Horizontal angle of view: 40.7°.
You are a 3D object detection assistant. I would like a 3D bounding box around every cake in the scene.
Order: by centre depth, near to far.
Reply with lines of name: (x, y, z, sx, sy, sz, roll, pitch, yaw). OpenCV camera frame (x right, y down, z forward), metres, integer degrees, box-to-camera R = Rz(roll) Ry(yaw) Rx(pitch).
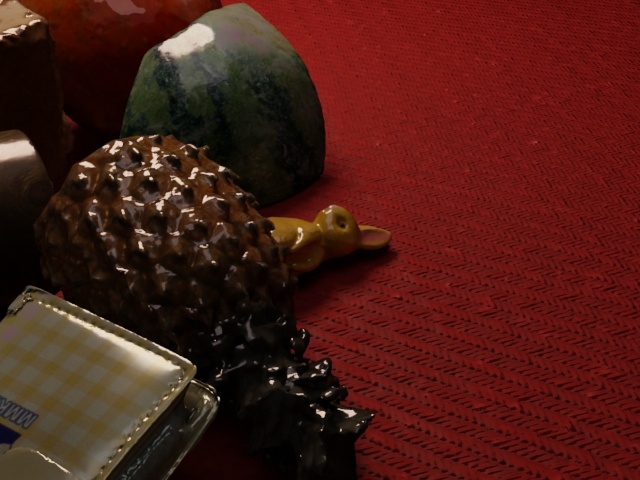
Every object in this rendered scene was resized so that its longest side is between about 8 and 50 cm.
cake: (-0.469, -0.152, 1.039, 0.290, 0.255, 0.282, 26, 44, 31)

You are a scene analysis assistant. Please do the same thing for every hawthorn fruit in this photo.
hawthorn fruit: (-0.258, -0.271, 1.166, 0.284, 0.284, 0.284, -4, 35, 3)

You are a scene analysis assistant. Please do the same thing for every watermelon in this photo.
watermelon: (-0.122, -0.156, 1.059, 0.256, 0.260, 0.176, 2, 18, -19)

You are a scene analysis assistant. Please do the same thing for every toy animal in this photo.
toy animal: (-0.001, -0.003, 0.918, 0.159, 0.070, 0.083, -13, 33, -19)

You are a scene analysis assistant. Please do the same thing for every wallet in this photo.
wallet: (-0.234, 0.184, 0.600, 0.223, 0.077, 0.309, 15, 56, 33)

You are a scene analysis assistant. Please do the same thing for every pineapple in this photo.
pineapple: (-0.092, 0.065, 0.733, 0.202, 0.202, 0.362, -24, 50, -25)

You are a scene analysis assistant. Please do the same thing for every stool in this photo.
stool: (-0.401, 0.001, 0.828, 0.264, 0.179, 0.179, -16, 35, -32)
